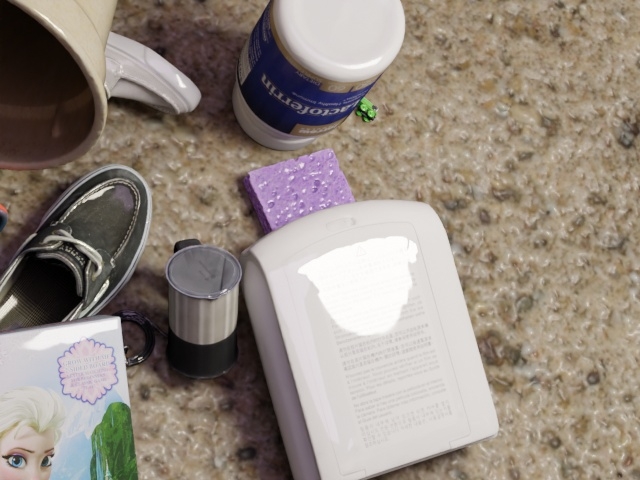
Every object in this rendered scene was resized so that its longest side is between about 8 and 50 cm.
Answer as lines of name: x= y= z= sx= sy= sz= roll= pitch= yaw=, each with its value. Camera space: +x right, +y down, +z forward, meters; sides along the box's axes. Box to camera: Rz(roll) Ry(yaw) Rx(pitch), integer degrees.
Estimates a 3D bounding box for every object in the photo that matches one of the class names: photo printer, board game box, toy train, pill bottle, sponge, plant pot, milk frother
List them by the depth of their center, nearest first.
board game box: x=-0.341 y=0.253 z=1.722 sx=0.318 sy=0.066 sz=0.318 roll=-9 pitch=93 yaw=-31
plant pot: x=-0.337 y=-0.296 z=1.810 sx=0.334 sy=0.334 sz=0.305 roll=25 pitch=58 yaw=-9
milk frother: x=-0.168 y=0.079 z=1.881 sx=0.143 sy=0.135 sz=0.129 roll=-24 pitch=50 yaw=-27
photo printer: x=0.051 y=0.111 z=1.933 sx=0.256 sy=0.107 sz=0.307 roll=-16 pitch=89 yaw=-23
pill bottle: x=-0.012 y=-0.209 z=1.965 sx=0.153 sy=0.265 sz=0.153 roll=5 pitch=70 yaw=-15
sponge: x=0.000 y=0.000 z=2.024 sx=0.117 sy=0.031 sz=0.210 roll=-19 pitch=78 yaw=-23
toy train: x=0.039 y=-0.181 z=2.110 sx=0.083 sy=0.017 sz=0.024 roll=40 pitch=53 yaw=-2

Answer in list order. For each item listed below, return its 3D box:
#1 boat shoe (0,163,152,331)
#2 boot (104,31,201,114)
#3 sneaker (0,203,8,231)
boat shoe: x=-0.283 y=0.044 z=1.863 sx=0.121 sy=0.119 sz=0.335 roll=33 pitch=64 yaw=-5
boot: x=-0.277 y=-0.185 z=1.973 sx=0.258 sy=0.095 sz=0.123 roll=28 pitch=71 yaw=2
sneaker: x=-0.455 y=0.064 z=1.791 sx=0.148 sy=0.131 sz=0.350 roll=30 pitch=64 yaw=-2
